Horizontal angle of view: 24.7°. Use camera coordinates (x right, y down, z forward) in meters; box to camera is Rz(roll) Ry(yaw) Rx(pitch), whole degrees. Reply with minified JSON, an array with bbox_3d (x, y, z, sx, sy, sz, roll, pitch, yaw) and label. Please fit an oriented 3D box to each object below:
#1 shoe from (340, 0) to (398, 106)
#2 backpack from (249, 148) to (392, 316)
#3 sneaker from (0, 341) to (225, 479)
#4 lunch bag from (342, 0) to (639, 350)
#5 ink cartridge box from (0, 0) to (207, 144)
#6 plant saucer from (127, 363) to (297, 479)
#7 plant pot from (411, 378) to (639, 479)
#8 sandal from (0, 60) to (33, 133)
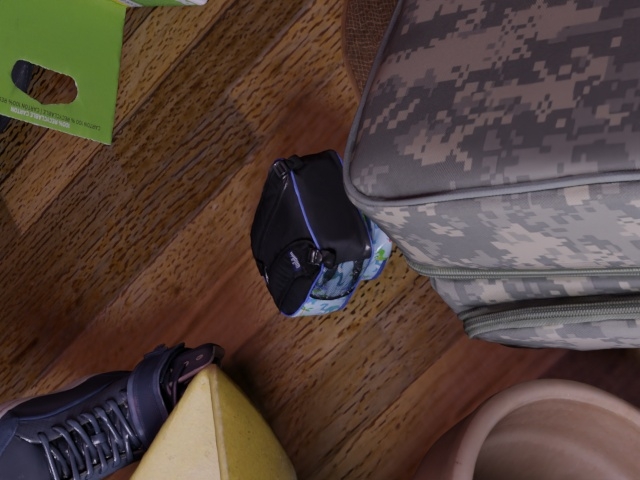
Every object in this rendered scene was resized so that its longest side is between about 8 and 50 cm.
[{"bbox_3d":[0.063,-0.125,1.109,0.076,0.058,0.219,-22,65,43],"label":"shoe"},{"bbox_3d":[0.000,0.000,1.099,0.105,0.084,0.114,68,151,27],"label":"backpack"},{"bbox_3d":[-0.155,0.143,1.110,0.163,0.226,0.086,-11,101,29],"label":"sneaker"},{"bbox_3d":[0.206,-0.039,0.872,0.305,0.256,0.213,-5,55,35],"label":"lunch bag"},{"bbox_3d":[-0.185,-0.220,1.218,0.097,0.188,0.255,4,84,34],"label":"ink cartridge box"},{"bbox_3d":[-0.080,0.306,0.989,0.333,0.081,0.333,125,145,-45],"label":"plant saucer"},{"bbox_3d":[0.120,0.252,0.899,0.229,0.263,0.263,-45,57,41],"label":"plant pot"},{"bbox_3d":[-0.329,-0.163,1.374,0.167,0.107,0.446,35,88,36],"label":"sandal"}]
